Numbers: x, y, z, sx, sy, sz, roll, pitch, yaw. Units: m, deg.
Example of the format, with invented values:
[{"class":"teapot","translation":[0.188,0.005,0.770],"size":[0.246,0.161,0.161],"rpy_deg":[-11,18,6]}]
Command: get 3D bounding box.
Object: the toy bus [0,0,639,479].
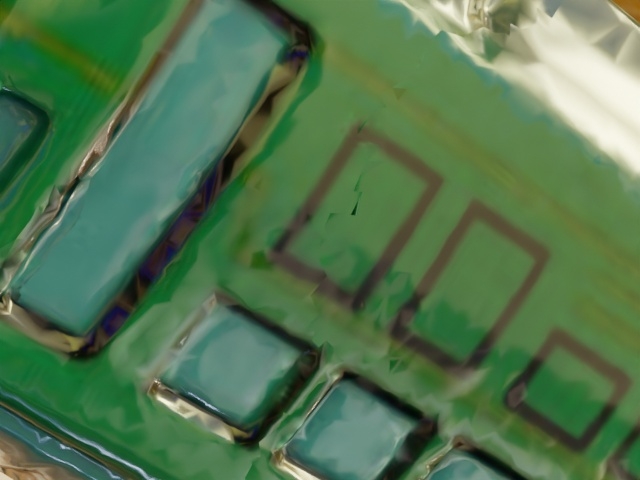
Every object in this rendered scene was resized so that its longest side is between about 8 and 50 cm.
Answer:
[{"class":"toy bus","translation":[0.000,0.000,0.515],"size":[0.199,0.343,0.183],"rpy_deg":[-58,-153,-3]}]
